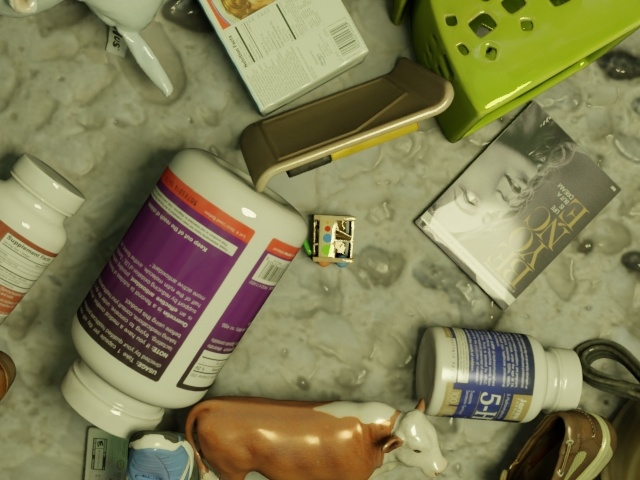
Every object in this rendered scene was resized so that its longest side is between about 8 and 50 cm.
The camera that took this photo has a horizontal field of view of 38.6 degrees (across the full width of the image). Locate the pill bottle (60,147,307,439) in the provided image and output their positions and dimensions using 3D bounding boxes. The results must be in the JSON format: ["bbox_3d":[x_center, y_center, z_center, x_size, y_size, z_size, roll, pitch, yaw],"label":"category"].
[{"bbox_3d":[-0.168,0.065,1.071,0.181,0.181,0.323,33,96,-4],"label":"pill bottle"}]

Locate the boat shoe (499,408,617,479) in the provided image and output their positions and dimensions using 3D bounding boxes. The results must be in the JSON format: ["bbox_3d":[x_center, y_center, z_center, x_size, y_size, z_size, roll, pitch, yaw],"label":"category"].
[{"bbox_3d":[0.251,0.308,1.129,0.095,0.095,0.257,20,107,-31],"label":"boat shoe"}]

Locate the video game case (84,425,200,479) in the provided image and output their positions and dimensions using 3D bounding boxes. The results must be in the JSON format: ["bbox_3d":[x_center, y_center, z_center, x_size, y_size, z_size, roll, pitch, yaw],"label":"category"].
[{"bbox_3d":[-0.229,0.320,1.166,0.143,0.019,0.157,5,91,-4],"label":"video game case"}]

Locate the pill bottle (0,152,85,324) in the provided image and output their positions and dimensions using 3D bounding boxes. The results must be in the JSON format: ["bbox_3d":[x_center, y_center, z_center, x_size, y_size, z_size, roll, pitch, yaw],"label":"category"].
[{"bbox_3d":[-0.385,0.006,1.093,0.121,0.121,0.216,39,89,-4],"label":"pill bottle"}]

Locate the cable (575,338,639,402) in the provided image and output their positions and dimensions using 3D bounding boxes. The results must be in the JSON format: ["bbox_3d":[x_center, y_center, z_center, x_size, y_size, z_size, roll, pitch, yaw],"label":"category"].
[{"bbox_3d":[0.397,0.185,1.063,0.139,0.287,0.072,-31,125,7],"label":"cable"}]

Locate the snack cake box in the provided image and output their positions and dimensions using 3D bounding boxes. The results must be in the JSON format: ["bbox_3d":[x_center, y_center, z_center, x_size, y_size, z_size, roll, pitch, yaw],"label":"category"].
[{"bbox_3d":[-0.071,-0.303,1.115,0.152,0.089,0.264,-29,93,0],"label":"snack cake box"}]

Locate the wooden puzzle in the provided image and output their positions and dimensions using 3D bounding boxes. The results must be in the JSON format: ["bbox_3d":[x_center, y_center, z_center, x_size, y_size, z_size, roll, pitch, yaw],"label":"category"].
[{"bbox_3d":[0.023,-0.134,1.067,0.238,0.221,0.044,-25,111,-1],"label":"wooden puzzle"}]

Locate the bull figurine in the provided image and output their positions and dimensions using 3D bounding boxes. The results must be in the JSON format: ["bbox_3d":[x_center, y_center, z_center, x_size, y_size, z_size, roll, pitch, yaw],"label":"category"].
[{"bbox_3d":[-0.008,0.260,1.104,0.310,0.101,0.188,8,120,1],"label":"bull figurine"}]

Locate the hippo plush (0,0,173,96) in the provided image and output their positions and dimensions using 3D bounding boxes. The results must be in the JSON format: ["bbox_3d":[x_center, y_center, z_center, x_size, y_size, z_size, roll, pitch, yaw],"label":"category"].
[{"bbox_3d":[-0.292,-0.331,1.001,0.234,0.236,0.294,39,126,31],"label":"hippo plush"}]

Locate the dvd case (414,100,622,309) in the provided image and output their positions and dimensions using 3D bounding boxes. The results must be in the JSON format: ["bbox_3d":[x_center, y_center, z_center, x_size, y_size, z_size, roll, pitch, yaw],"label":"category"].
[{"bbox_3d":[0.255,-0.045,1.179,0.164,0.018,0.221,44,89,-4],"label":"dvd case"}]

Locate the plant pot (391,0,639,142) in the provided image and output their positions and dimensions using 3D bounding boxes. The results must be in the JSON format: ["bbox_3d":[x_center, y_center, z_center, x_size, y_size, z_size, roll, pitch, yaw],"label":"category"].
[{"bbox_3d":[0.212,-0.267,1.071,0.228,0.227,0.207,-29,88,-2],"label":"plant pot"}]

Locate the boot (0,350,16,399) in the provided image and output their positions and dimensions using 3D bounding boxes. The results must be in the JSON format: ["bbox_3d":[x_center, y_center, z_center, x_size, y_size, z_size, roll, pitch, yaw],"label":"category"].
[{"bbox_3d":[-0.488,0.231,1.046,0.283,0.220,0.109,-30,94,-2],"label":"boot"}]

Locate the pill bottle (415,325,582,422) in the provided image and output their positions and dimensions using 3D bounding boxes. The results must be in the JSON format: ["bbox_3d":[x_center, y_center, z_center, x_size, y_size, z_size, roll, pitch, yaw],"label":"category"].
[{"bbox_3d":[0.221,0.169,1.137,0.186,0.112,0.112,5,92,-7],"label":"pill bottle"}]

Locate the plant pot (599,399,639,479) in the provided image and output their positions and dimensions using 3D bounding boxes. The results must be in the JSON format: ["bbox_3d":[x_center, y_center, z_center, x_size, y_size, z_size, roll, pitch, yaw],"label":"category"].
[{"bbox_3d":[0.543,0.324,1.092,0.323,0.323,0.280,-35,111,-1],"label":"plant pot"}]

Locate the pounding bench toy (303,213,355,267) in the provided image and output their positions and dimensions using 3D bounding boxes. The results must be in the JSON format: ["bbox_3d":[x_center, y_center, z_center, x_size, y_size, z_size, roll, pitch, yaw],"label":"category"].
[{"bbox_3d":[0.000,0.000,1.149,0.083,0.052,0.065,3,92,-3],"label":"pounding bench toy"}]

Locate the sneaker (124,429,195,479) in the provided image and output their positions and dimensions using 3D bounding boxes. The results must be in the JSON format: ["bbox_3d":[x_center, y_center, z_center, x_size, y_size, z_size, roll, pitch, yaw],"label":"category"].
[{"bbox_3d":[-0.190,0.298,1.062,0.080,0.081,0.211,5,132,-3],"label":"sneaker"}]
